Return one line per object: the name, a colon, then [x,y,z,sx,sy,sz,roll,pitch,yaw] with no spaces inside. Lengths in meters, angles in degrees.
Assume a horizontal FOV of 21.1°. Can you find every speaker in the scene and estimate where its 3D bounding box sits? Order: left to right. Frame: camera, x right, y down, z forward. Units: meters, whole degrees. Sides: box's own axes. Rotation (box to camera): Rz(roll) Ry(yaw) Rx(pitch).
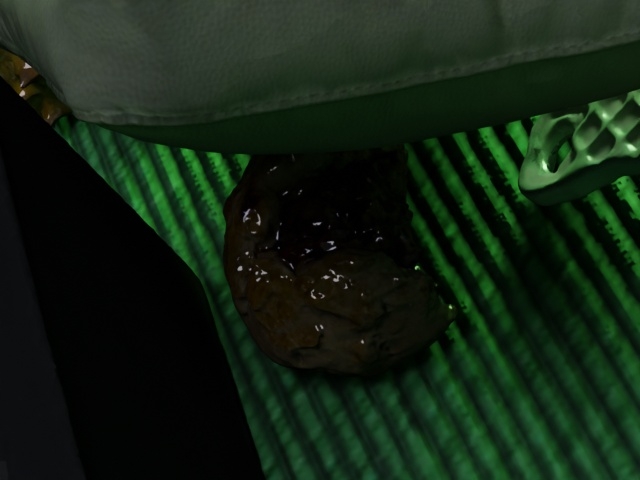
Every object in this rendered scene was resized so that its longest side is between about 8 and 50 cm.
speaker: [-0.160,0.108,0.594,0.254,0.184,0.232,-30,50,10]

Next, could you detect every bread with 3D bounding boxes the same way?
bread: [0.000,0.000,0.647,0.082,0.060,0.113,-26,52,11]

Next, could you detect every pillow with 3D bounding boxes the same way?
pillow: [0.001,-0.104,0.576,0.255,0.120,0.322,-13,18,-20]

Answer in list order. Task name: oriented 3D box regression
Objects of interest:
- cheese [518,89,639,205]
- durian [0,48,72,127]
cheese: [0.147,-0.052,0.563,0.227,0.064,0.137,-19,44,53]
durian: [-0.175,-0.155,0.801,0.260,0.186,0.154,1,54,47]
